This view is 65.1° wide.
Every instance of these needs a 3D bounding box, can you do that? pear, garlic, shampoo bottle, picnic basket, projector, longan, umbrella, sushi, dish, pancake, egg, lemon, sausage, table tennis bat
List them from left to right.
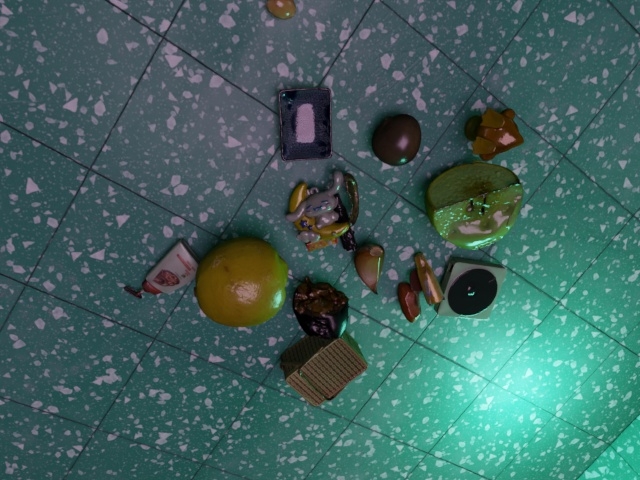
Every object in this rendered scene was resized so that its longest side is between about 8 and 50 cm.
[{"bbox_3d":[-0.582,0.130,1.854,0.284,0.071,0.153,-34,117,3],"label":"shampoo bottle"},{"bbox_3d":[-0.282,0.149,1.790,0.347,0.348,0.348,-5,114,-10],"label":"lemon"},{"bbox_3d":[-0.122,-0.738,1.577,0.096,0.080,0.080,34,103,-32],"label":"egg"},{"bbox_3d":[-0.056,-0.404,1.735,0.181,0.080,0.243,-6,112,-10],"label":"dish"},{"bbox_3d":[0.005,0.262,1.974,0.213,0.200,0.204,1,115,12],"label":"sushi"},{"bbox_3d":[0.010,0.518,2.094,0.312,0.175,0.228,-38,116,6],"label":"picnic basket"},{"bbox_3d":[0.085,-0.068,1.925,0.066,0.059,0.236,-2,118,36],"label":"umbrella"},{"bbox_3d":[0.112,-0.154,1.836,0.020,0.184,0.190,-2,138,22],"label":"pancake"},{"bbox_3d":[0.204,0.092,1.994,0.115,0.128,0.207,-37,133,-42],"label":"garlic"},{"bbox_3d":[0.275,-0.357,1.784,0.189,0.189,0.189,-5,114,-10],"label":"longan"},{"bbox_3d":[0.376,0.262,2.116,0.089,0.089,0.179,-20,106,-3],"label":"sausage"},{"bbox_3d":[0.400,0.199,2.082,0.087,0.013,0.157,6,76,-46],"label":"table tennis bat"},{"bbox_3d":[0.638,0.209,2.152,0.259,0.079,0.257,8,111,-15],"label":"projector"},{"bbox_3d":[0.578,-0.114,1.922,0.342,0.239,0.318,-17,130,6],"label":"pear"}]

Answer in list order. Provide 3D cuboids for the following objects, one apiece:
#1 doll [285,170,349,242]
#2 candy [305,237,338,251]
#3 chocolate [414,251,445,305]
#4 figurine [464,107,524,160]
[{"bbox_3d":[-0.009,-0.111,1.843,0.252,0.111,0.237,-15,99,16],"label":"doll"},{"bbox_3d":[0.000,0.000,1.931,0.121,0.062,0.038,-17,117,-5],"label":"candy"},{"bbox_3d":[0.439,0.155,2.075,0.085,0.085,0.219,-24,97,-1],"label":"chocolate"},{"bbox_3d":[0.640,-0.385,1.826,0.215,0.228,0.215,1,109,3],"label":"figurine"}]
